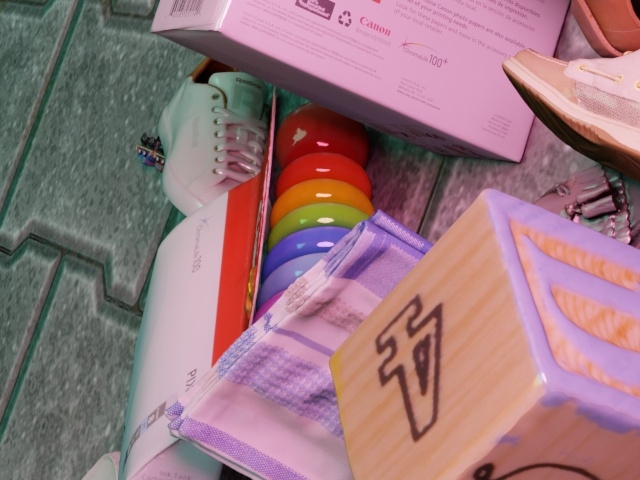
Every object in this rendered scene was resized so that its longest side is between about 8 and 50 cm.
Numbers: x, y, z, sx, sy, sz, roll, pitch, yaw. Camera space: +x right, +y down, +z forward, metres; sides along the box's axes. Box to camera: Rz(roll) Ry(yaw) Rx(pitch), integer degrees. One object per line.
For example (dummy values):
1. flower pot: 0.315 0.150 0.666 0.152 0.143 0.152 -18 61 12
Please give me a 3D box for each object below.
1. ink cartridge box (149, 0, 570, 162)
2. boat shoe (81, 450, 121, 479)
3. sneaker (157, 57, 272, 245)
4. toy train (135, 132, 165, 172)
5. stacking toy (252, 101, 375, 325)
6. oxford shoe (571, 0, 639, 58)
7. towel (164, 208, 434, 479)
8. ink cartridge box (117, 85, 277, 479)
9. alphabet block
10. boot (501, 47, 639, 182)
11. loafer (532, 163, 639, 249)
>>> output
1. ink cartridge box: 0.056 -0.243 1.642 0.130 0.309 0.272 10 79 60
2. boat shoe: -0.276 0.342 2.030 0.302 0.103 0.113 -62 30 13
3. sneaker: -0.100 -0.103 2.017 0.123 0.106 0.290 -59 29 22
4. toy train: -0.169 -0.091 2.209 0.158 0.027 0.036 27 106 60
5. stacking toy: 0.000 0.000 1.771 0.141 0.141 0.330 -45 34 36
6. oxford shoe: 0.207 -0.229 1.506 0.076 0.212 0.076 -3 47 53
7. towel: 0.035 0.114 1.555 0.285 0.209 0.034 -46 22 33
8. ink cartridge box: -0.115 0.076 1.761 0.308 0.091 0.385 -87 8 -49
9. alphabet block: 0.146 0.115 1.389 0.197 0.192 0.193 -50 33 32
10. boot: 0.246 -0.132 1.442 0.165 0.077 0.213 -50 42 -4
11. loafer: 0.175 0.011 1.511 0.267 0.084 0.096 -40 40 41
